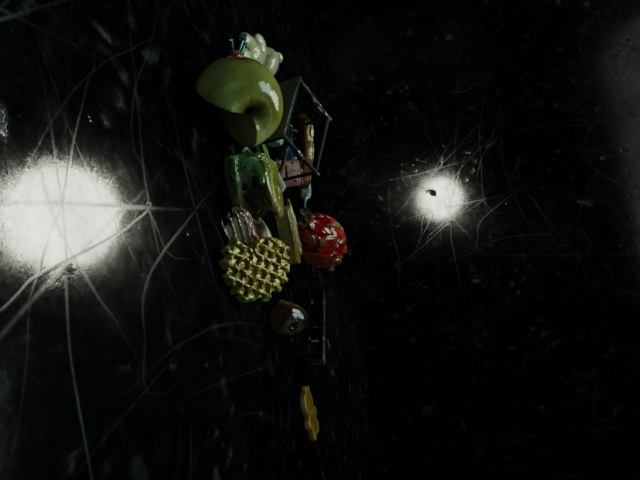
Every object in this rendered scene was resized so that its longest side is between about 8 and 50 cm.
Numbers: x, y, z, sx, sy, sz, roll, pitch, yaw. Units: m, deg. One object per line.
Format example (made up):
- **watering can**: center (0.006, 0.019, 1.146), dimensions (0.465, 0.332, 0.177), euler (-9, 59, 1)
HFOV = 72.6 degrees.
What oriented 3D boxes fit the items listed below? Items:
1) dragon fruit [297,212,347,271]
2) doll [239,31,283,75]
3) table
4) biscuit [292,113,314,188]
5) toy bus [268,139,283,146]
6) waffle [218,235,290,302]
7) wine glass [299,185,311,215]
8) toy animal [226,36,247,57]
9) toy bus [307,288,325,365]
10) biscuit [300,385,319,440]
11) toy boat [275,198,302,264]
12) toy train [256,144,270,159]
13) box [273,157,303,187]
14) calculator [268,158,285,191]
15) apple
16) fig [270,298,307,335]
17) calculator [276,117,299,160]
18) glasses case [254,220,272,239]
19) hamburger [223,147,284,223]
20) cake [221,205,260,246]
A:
- **dragon fruit**: center (0.000, 0.000, 2.274), dimensions (0.277, 0.277, 0.342), euler (-75, 143, -64)
- **doll**: center (-0.302, -0.847, 1.999), dimensions (0.149, 0.175, 0.278), euler (44, 12, 18)
- **table**: center (-0.132, -0.457, 1.856), dimensions (0.272, 0.222, 0.335), euler (43, 49, -44)
- **biscuit**: center (-0.105, -0.441, 2.213), dimensions (0.359, 0.074, 0.381), euler (140, -58, -66)
- **toy bus**: center (-0.245, -0.548, 2.037), dimensions (0.262, 0.091, 0.109), euler (59, 34, -55)
- **waffle**: center (-0.205, 0.079, 1.430), dimensions (0.253, 0.056, 0.249), euler (-38, 116, -30)
- **wine glass**: center (-0.085, -0.257, 2.561), dimensions (0.074, 0.074, 0.262), euler (67, 17, -45)
- **toy animal**: center (-0.340, -0.716, 1.745), dimensions (0.103, 0.100, 0.208), euler (17, 70, -51)
- **toy bus**: center (-0.020, 0.432, 2.221), dimensions (0.092, 0.093, 0.409), euler (78, 10, -49)
- **biscuit**: center (-0.053, 0.758, 1.922), dimensions (0.166, 0.036, 0.225), euler (-41, 117, -77)
- **toy boat**: center (-0.147, -0.040, 2.038), dimensions (0.115, 0.089, 0.310), euler (-59, 137, -76)
- **toy train**: center (-0.254, -0.388, 1.951), dimensions (0.044, 0.042, 0.209), euler (-78, 155, -63)
- **box**: center (-0.150, -0.316, 2.055), dimensions (0.151, 0.135, 0.151), euler (174, -90, -86)
- **calculator**: center (-0.223, -0.251, 1.809), dimensions (0.039, 0.121, 0.210), euler (55, -6, 38)
- **apple**: center (-0.256, -0.485, 1.472), dimensions (0.258, 0.233, 0.295), euler (53, 0, 43)
- **fig**: center (-0.142, 0.284, 1.765), dimensions (0.245, 0.149, 0.149), euler (-131, -158, -63)
- **calculator**: center (-0.167, -0.471, 2.182), dimensions (0.051, 0.173, 0.293), euler (4, 70, -33)
- **glasses case**: center (-0.219, -0.028, 1.648), dimensions (0.204, 0.051, 0.081), euler (-133, -157, -62)
- **hamburger**: center (-0.241, -0.200, 1.551), dimensions (0.192, 0.167, 0.288), euler (-10, 89, -77)
- **cake**: center (-0.244, 0.011, 1.488), dimensions (0.135, 0.098, 0.287), euler (-115, -179, -53)
